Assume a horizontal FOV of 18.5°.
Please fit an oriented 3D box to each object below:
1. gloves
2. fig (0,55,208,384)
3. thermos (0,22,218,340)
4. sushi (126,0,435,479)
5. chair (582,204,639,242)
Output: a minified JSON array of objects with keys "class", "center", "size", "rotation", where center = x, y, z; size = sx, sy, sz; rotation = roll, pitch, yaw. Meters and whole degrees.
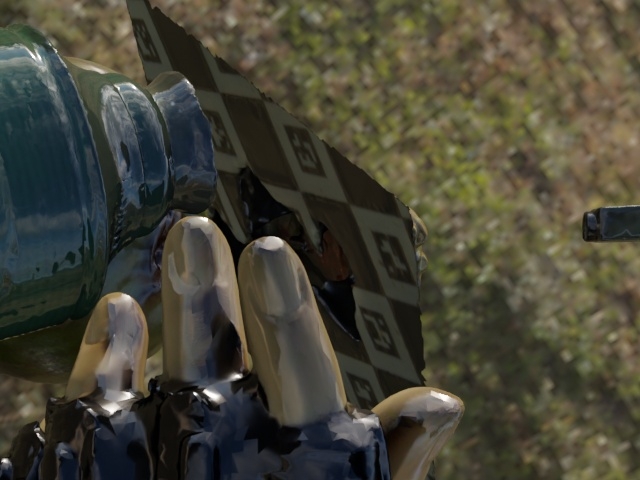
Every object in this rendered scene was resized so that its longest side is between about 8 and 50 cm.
[{"class":"gloves","center":[-0.038,0.093,0.577],"size":[0.164,0.203,0.124],"rotation":[-7,38,-24]},{"class":"fig","center":[-0.181,-0.021,0.923],"size":[0.151,0.259,0.151],"rotation":[11,90,-69]},{"class":"thermos","center":[-0.113,0.000,0.423],"size":[0.187,0.083,0.073],"rotation":[-14,69,-28]},{"class":"sushi","center":[0.000,0.000,1.184],"size":[0.059,0.292,0.294],"rotation":[-30,47,-20]},{"class":"chair","center":[0.249,0.042,0.765],"size":[0.270,0.147,0.136],"rotation":[-2,86,-7]}]
